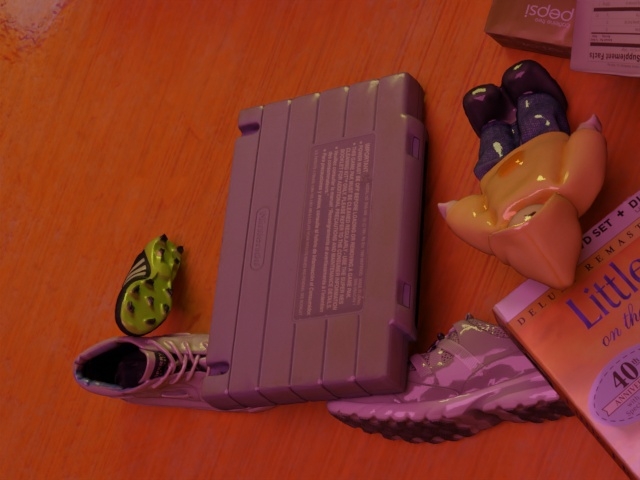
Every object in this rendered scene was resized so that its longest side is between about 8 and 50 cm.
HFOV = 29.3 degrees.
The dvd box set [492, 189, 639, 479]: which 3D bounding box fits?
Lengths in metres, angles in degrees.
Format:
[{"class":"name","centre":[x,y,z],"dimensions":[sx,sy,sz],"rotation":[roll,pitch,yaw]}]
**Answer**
[{"class":"dvd box set","centre":[0.398,0.124,1.066],"dimensions":[0.307,0.062,0.420],"rotation":[-38,64,0]}]

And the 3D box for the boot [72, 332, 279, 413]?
[{"class":"boot","centre":[-0.150,0.147,1.367],"dimensions":[0.258,0.123,0.095],"rotation":[-10,77,27]}]

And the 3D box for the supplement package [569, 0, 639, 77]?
[{"class":"supplement package","centre":[0.323,-0.264,1.087],"dimensions":[0.134,0.139,0.244],"rotation":[-150,63,-70]}]

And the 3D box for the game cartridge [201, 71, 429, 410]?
[{"class":"game cartridge","centre":[0.000,0.000,1.303],"dimensions":[0.230,0.068,0.355],"rotation":[-7,61,25]}]

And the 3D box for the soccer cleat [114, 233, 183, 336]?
[{"class":"soccer cleat","centre":[-0.203,0.062,1.408],"dimensions":[0.060,0.179,0.072],"rotation":[39,119,-15]}]

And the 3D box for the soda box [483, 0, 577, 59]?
[{"class":"soda box","centre":[0.262,-0.216,1.242],"dimensions":[0.181,0.061,0.058],"rotation":[16,90,30]}]

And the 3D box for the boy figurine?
[{"class":"boy figurine","centre":[0.188,-0.052,1.157],"dimensions":[0.177,0.092,0.285],"rotation":[-27,29,23]}]

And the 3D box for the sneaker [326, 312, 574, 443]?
[{"class":"sneaker","centre":[0.141,0.134,1.240],"dimensions":[0.281,0.105,0.115],"rotation":[-11,64,17]}]
